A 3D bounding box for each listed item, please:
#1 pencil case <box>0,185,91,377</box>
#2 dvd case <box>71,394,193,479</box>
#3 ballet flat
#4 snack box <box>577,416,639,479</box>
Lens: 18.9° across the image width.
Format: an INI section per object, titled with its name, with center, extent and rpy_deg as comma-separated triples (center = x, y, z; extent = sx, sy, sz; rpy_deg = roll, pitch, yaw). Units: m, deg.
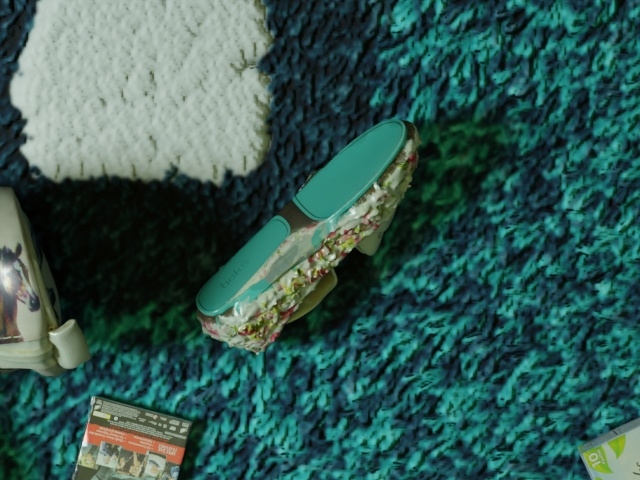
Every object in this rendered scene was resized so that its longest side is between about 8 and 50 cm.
[pencil case]
center = -0.394, 0.069, 1.480
extent = 0.410, 0.160, 0.184
rpy_deg = -12, 54, -12
[dvd case]
center = -0.163, 0.197, 1.608
extent = 0.087, 0.013, 0.119
rpy_deg = 15, 93, -3
[ballet flat]
center = 0.000, 0.000, 1.575
extent = 0.241, 0.091, 0.077
rpy_deg = -42, 125, 6
[snack box]
center = 0.290, 0.217, 1.612
extent = 0.100, 0.037, 0.141
rpy_deg = -26, 95, 2
